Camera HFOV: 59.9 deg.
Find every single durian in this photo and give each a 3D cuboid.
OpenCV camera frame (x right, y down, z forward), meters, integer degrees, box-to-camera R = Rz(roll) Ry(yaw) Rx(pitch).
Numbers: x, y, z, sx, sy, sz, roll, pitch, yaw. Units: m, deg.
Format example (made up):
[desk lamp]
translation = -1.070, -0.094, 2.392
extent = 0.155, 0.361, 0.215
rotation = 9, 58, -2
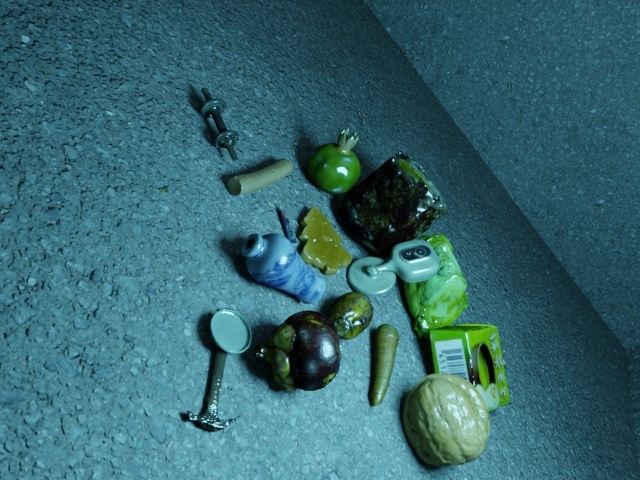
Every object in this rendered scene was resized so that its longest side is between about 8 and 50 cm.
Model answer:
[durian]
translation = 0.398, 0.143, 1.927
extent = 0.204, 0.256, 0.339
rotation = 9, 45, -23

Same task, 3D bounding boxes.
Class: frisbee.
[frisbee]
translation = -0.207, 0.209, 1.275
extent = 0.110, 0.014, 0.110
rotation = 27, 42, -28

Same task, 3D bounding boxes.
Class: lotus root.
[lotus root]
translation = 0.088, 0.212, 1.599
extent = 0.120, 0.120, 0.209
rotation = 55, 33, 0

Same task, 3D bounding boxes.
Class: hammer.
[hammer]
translation = -0.224, 0.276, 1.234
extent = 0.125, 0.027, 0.297
rotation = 32, 39, -30

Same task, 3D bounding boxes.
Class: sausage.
[sausage]
translation = -0.172, -0.193, 1.675
extent = 0.066, 0.066, 0.301
rotation = 55, 36, 1

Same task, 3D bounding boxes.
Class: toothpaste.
[toothpaste]
translation = -0.101, -0.045, 1.670
extent = 0.037, 0.021, 0.140
rotation = 1, 63, -49

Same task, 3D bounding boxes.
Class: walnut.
[walnut]
translation = 0.356, 0.509, 1.587
extent = 0.224, 0.257, 0.257
rotation = 57, 11, -70

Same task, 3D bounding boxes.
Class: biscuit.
[biscuit]
translation = 0.000, 0.000, 1.739
extent = 0.212, 0.041, 0.238
rotation = 7, 56, -41

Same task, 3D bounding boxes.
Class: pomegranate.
[pomegranate]
translation = 0.057, -0.269, 1.877
extent = 0.187, 0.225, 0.187
rotation = 18, 31, -11

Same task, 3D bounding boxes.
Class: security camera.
[security camera]
translation = 0.232, 0.083, 1.781
extent = 0.301, 0.080, 0.157
rotation = -14, 50, -14

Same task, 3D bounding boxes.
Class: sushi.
[sushi]
translation = 0.256, -0.122, 1.915
extent = 0.281, 0.294, 0.299
rotation = 49, 20, 7

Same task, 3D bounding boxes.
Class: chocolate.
[chocolate]
translation = 0.499, 0.426, 1.836
extent = 0.289, 0.137, 0.301
rotation = 4, 77, -51

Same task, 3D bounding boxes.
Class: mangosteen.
[mangosteen]
translation = -0.057, 0.267, 1.336
extent = 0.217, 0.192, 0.192
rotation = -2, 58, -16

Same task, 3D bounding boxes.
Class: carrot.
[carrot]
translation = 0.179, 0.374, 1.619
extent = 0.078, 0.078, 0.298
rotation = 39, 42, -22

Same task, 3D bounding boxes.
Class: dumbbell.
[dumbbell]
translation = -0.296, -0.344, 1.634
extent = 0.081, 0.081, 0.254
rotation = -5, 65, -53

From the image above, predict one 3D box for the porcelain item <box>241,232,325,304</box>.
[porcelain item]
translation = -0.098, 0.073, 1.475
extent = 0.259, 0.141, 0.141
rotation = 39, 36, -36
